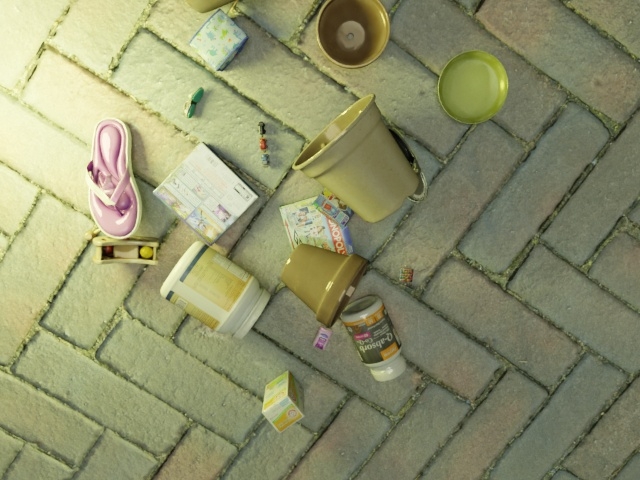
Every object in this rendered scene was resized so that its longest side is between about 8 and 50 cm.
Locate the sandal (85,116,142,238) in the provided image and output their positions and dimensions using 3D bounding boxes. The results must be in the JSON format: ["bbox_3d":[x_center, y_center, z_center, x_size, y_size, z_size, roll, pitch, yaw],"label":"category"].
[{"bbox_3d":[-0.697,-0.208,1.599,0.169,0.102,0.416,-10,83,0],"label":"sandal"}]

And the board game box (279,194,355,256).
[{"bbox_3d":[0.000,0.000,1.737,0.214,0.046,0.317,-17,100,2],"label":"board game box"}]

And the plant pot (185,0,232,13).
[{"bbox_3d":[-0.309,-0.847,1.461,0.280,0.323,0.323,-30,100,20],"label":"plant pot"}]

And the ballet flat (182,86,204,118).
[{"bbox_3d":[-0.434,-0.469,1.641,0.041,0.041,0.114,27,97,-6],"label":"ballet flat"}]

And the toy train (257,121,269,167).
[{"bbox_3d":[-0.196,-0.328,1.674,0.027,0.036,0.158,-6,101,-1],"label":"toy train"}]

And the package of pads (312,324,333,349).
[{"bbox_3d":[0.008,0.360,1.810,0.050,0.032,0.083,24,99,-3],"label":"package of pads"}]

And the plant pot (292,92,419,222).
[{"bbox_3d":[0.136,-0.235,1.540,0.334,0.334,0.305,-43,106,6],"label":"plant pot"}]

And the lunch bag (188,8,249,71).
[{"bbox_3d":[-0.326,-0.648,1.581,0.129,0.096,0.151,43,107,-10],"label":"lunch bag"}]

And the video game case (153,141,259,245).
[{"bbox_3d":[-0.391,-0.159,1.686,0.244,0.061,0.269,-45,99,5],"label":"video game case"}]

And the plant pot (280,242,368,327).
[{"bbox_3d":[0.001,0.123,1.632,0.229,0.263,0.263,30,98,12],"label":"plant pot"}]

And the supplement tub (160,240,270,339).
[{"bbox_3d":[-0.353,0.175,1.665,0.316,0.228,0.228,35,97,-8],"label":"supplement tub"}]

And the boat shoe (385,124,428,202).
[{"bbox_3d":[0.280,-0.259,1.675,0.109,0.091,0.305,-32,100,4],"label":"boat shoe"}]

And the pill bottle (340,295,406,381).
[{"bbox_3d":[0.196,0.352,1.750,0.162,0.162,0.278,-25,100,3],"label":"pill bottle"}]

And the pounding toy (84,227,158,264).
[{"bbox_3d":[-0.684,-0.003,1.658,0.270,0.154,0.154,5,100,-3],"label":"pounding toy"}]

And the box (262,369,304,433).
[{"bbox_3d":[-0.131,0.577,1.757,0.114,0.203,0.103,-36,100,4],"label":"box"}]

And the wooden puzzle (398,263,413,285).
[{"bbox_3d":[0.315,0.128,1.790,0.049,0.006,0.083,4,100,-3],"label":"wooden puzzle"}]

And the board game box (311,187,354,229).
[{"bbox_3d":[0.080,-0.157,1.670,0.136,0.035,0.201,39,68,-8],"label":"board game box"}]

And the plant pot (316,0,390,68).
[{"bbox_3d":[0.102,-0.675,1.584,0.237,0.110,0.237,-1,100,-3],"label":"plant pot"}]

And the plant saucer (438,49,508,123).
[{"bbox_3d":[0.516,-0.520,1.664,0.241,0.037,0.241,0,100,-1],"label":"plant saucer"}]
